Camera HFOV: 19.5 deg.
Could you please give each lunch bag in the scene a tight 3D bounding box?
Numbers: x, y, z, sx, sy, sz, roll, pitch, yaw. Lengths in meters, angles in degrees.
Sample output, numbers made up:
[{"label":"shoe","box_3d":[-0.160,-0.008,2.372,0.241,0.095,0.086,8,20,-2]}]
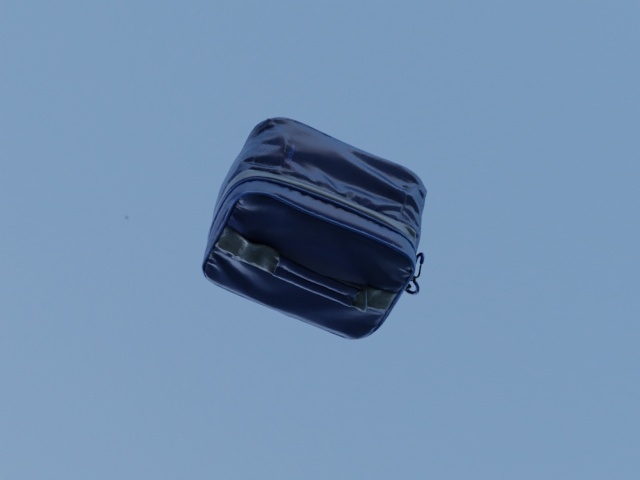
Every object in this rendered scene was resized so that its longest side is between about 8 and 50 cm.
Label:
[{"label":"lunch bag","box_3d":[0.000,0.000,0.821,0.098,0.065,0.067,22,-47,-7]}]
